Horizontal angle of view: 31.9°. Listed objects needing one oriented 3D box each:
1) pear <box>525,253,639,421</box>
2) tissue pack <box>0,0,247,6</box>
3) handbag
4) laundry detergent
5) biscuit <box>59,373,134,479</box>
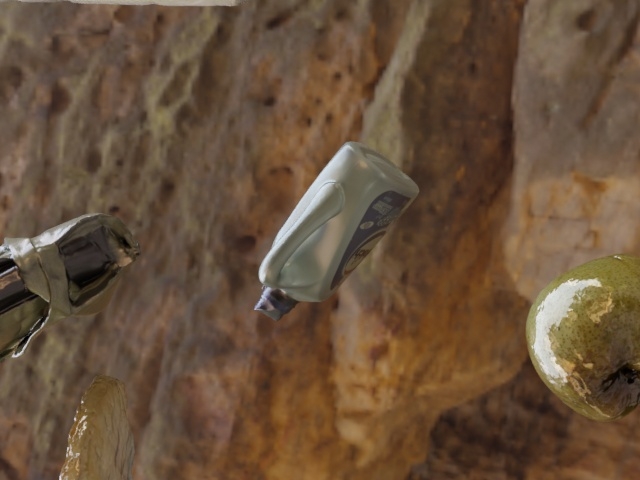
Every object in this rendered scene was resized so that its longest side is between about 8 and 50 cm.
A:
[{"bbox_3d":[0.296,0.098,1.158,0.136,0.167,0.167,-103,0,-53],"label":"pear"},{"bbox_3d":[-0.186,-0.368,0.779,0.380,0.297,0.207,78,-156,-43],"label":"tissue pack"},{"bbox_3d":[-0.311,0.068,1.059,0.315,0.253,0.109,-28,-88,-19],"label":"handbag"},{"bbox_3d":[0.000,0.000,1.544,0.280,0.105,0.215,-48,-17,11],"label":"laundry detergent"},{"bbox_3d":[-0.196,0.242,0.989,0.188,0.040,0.265,84,-173,-59],"label":"biscuit"}]
